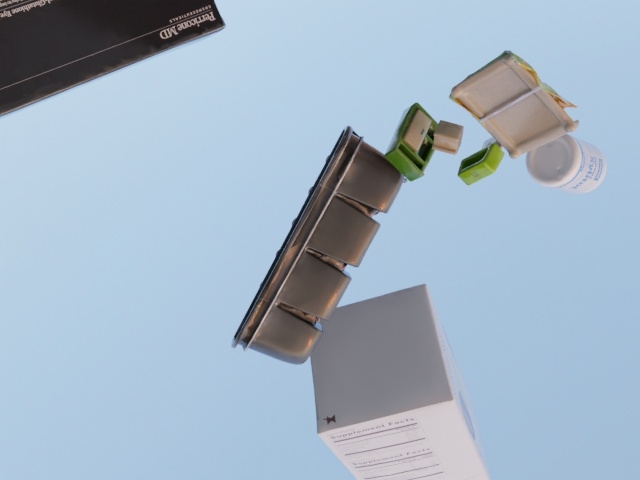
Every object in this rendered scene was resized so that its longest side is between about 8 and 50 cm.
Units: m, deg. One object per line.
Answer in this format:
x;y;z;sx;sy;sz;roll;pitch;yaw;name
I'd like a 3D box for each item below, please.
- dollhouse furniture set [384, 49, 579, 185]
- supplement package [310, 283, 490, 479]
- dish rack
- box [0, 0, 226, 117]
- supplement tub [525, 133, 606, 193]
0.118;-0.095;0.563;0.152;0.076;0.058;-27;-152;50;dollhouse furniture set
0.088;0.178;0.816;0.134;0.244;0.139;-16;-128;10;supplement package
0.000;0.000;0.737;0.074;0.271;0.208;29;-85;-5;dish rack
-0.245;-0.225;0.675;0.261;0.184;0.103;-29;-165;-24;box
0.313;-0.098;0.965;0.071;0.107;0.071;-2;-93;40;supplement tub
